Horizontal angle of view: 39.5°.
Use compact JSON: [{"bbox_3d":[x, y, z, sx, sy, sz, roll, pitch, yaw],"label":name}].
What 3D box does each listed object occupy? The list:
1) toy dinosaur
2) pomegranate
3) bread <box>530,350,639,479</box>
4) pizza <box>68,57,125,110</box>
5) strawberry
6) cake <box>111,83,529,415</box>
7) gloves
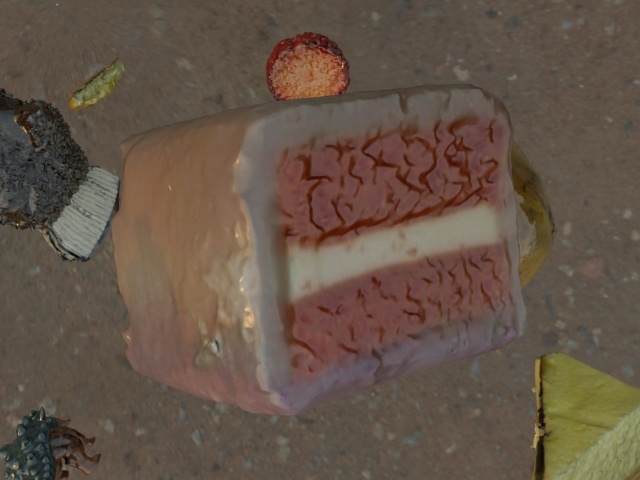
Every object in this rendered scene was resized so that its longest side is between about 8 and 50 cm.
[{"bbox_3d":[-0.172,0.138,0.559,0.055,0.154,0.049,39,85,-14],"label":"toy dinosaur"},{"bbox_3d":[0.155,-0.023,1.147,0.281,0.281,0.281,-4,105,-15],"label":"pomegranate"},{"bbox_3d":[0.328,0.326,1.241,0.236,0.198,0.263,-39,131,-33],"label":"bread"},{"bbox_3d":[-0.333,-0.229,1.333,0.099,0.160,0.036,-36,108,3],"label":"pizza"},{"bbox_3d":[-0.019,-0.276,1.456,0.145,0.086,0.145,3,122,4],"label":"strawberry"},{"bbox_3d":[0.000,0.000,0.755,0.308,0.230,0.237,-11,97,-41],"label":"cake"},{"bbox_3d":[-0.468,-0.116,1.462,0.312,0.135,0.210,35,86,-28],"label":"gloves"}]
